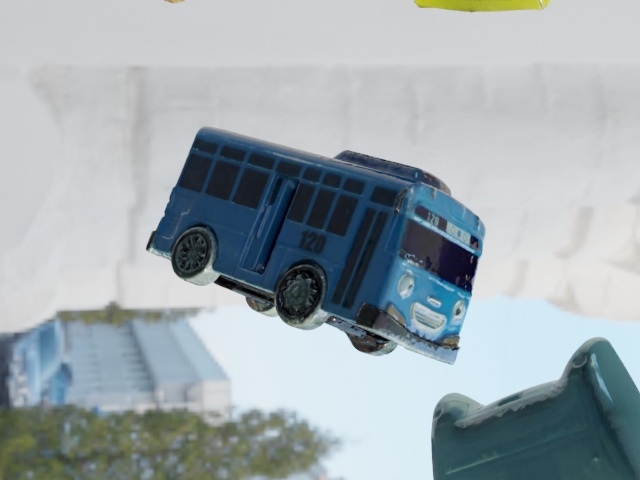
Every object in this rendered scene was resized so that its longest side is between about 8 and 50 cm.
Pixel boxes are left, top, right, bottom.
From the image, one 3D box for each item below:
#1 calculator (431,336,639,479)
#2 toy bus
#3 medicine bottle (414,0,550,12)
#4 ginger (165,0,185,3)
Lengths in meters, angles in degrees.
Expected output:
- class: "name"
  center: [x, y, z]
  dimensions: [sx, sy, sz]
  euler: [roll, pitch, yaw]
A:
- class: "calculator"
  center: [0.218, 0.296, 1.136]
  dimensions: [0.256, 0.054, 0.386]
  euler: [-28, -109, 40]
- class: "toy bus"
  center: [0.000, 0.000, 0.741]
  dimensions: [0.184, 0.090, 0.106]
  euler: [18, -97, 39]
- class: "medicine bottle"
  center: [0.105, -0.303, 0.980]
  dimensions: [0.137, 0.141, 0.250]
  euler: [19, -23, 46]
- class: "ginger"
  center: [-0.188, -0.316, 1.180]
  dimensions: [0.216, 0.102, 0.157]
  euler: [36, -26, 24]
